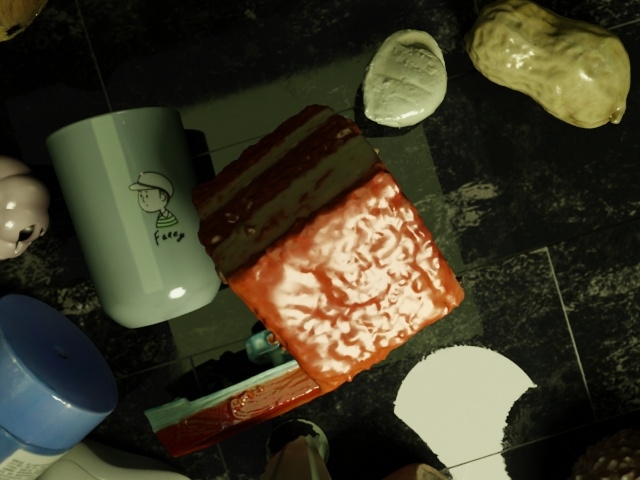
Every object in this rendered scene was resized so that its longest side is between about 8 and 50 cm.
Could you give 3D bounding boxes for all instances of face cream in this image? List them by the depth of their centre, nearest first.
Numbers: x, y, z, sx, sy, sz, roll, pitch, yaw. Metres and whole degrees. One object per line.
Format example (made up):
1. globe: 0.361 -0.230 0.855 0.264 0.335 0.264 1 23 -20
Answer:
1. face cream: -0.481 0.244 0.846 0.225 0.249 0.249 -42 92 -4

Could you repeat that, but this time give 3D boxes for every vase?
1. vase: -0.039 0.383 0.809 0.164 0.360 0.165 0 91 -1

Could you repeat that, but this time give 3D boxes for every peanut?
1. peanut: 0.384 -0.298 0.896 0.291 0.159 0.143 29 66 -2

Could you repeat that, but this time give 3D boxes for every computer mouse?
1. computer mouse: -0.355 0.445 0.928 0.296 0.121 0.184 27 90 -1

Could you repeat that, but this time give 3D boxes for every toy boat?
1. toy boat: -0.133 0.241 0.918 0.331 0.145 0.133 -24 70 -2

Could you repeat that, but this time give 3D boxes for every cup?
1. cup: -0.278 -0.034 0.869 0.205 0.205 0.313 -17 94 0

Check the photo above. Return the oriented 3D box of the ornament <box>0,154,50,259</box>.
1. ornament: -0.535 -0.055 0.884 0.177 0.177 0.178 0 92 -1

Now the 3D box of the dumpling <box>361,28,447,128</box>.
1. dumpling: 0.137 -0.268 0.921 0.176 0.092 0.150 -26 93 0

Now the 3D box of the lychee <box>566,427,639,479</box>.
1. lychee: 0.532 0.450 0.864 0.299 0.300 0.301 0 92 -1

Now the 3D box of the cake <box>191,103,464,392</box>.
1. cake: 0.000 0.000 0.783 0.270 0.319 0.269 -37 120 1

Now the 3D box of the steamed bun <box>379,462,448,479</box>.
1. steamed bun: 0.148 0.498 0.901 0.251 0.199 0.301 -34 114 14

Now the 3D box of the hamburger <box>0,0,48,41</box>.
1. hamburger: -0.504 -0.446 0.798 0.195 0.318 0.277 23 98 -11
